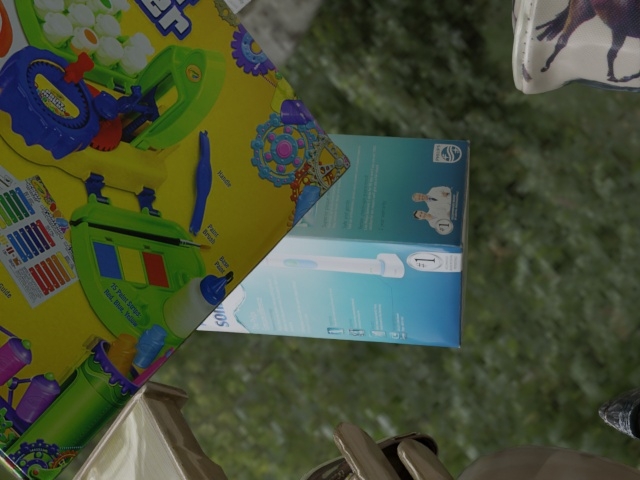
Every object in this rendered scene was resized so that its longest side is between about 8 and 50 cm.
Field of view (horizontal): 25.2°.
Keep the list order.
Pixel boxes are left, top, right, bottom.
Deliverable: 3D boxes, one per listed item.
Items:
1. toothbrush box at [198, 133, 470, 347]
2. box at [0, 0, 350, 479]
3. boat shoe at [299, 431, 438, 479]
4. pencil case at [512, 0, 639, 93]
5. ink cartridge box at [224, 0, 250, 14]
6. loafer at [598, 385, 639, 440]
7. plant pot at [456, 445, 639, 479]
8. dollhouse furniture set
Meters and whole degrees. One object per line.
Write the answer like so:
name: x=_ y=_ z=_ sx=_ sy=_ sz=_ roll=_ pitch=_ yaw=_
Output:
toothbrush box: x=0.000 y=0.000 z=1.437 sx=0.216 sy=0.296 sz=0.126 roll=79 pitch=-165 yaw=-59
box: x=-0.191 y=-0.062 z=0.855 sx=0.290 sy=0.279 sz=0.177 roll=52 pitch=162 yaw=-25
boat shoe: x=0.052 y=0.292 z=1.711 sx=0.257 sy=0.095 sz=0.095 roll=-31 pitch=-87 yaw=-50
pencil case: x=0.345 y=-0.158 z=1.044 sx=0.410 sy=0.160 sz=0.183 roll=10 pitch=178 yaw=5
ink cartridge box: x=-0.076 y=-0.367 z=1.608 sx=0.086 sy=0.203 sz=0.148 roll=53 pitch=-172 yaw=22
loafer: x=0.367 y=0.166 z=1.497 sx=0.061 sy=0.170 sz=0.062 roll=10 pitch=103 yaw=56
plant pot: x=0.207 y=0.395 z=1.273 sx=0.323 sy=0.280 sz=0.323 roll=22 pitch=141 yaw=18
dollhouse furniture set: x=-0.045 y=0.222 z=1.109 sx=0.242 sy=0.212 sz=0.161 roll=21 pitch=-158 yaw=-42
